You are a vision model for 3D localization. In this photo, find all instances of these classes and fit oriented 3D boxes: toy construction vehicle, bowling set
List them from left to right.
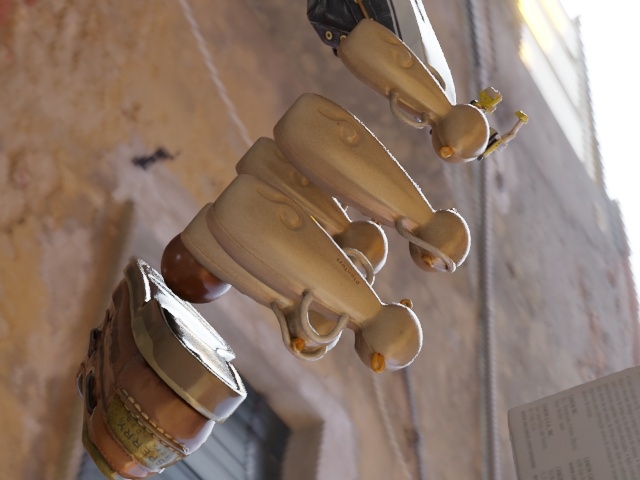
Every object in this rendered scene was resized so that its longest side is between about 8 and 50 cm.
[{"bbox_3d":[0.000,0.000,1.020,0.200,0.154,0.287,-44,-172,43],"label":"bowling set"},{"bbox_3d":[0.199,-0.140,1.861,0.098,0.035,0.086,-42,-135,-6],"label":"toy construction vehicle"}]

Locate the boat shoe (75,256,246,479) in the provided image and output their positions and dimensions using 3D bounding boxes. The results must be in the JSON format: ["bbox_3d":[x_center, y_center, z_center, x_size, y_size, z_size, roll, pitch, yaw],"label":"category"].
[{"bbox_3d":[-0.131,0.092,1.083,0.104,0.110,0.307,-47,-173,1],"label":"boat shoe"}]

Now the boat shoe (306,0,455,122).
[{"bbox_3d":[0.045,-0.153,1.170,0.083,0.065,0.183,-25,-121,16],"label":"boat shoe"}]

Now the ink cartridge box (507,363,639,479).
[{"bbox_3d":[0.332,0.166,1.034,0.385,0.091,0.308,-19,-158,10],"label":"ink cartridge box"}]
